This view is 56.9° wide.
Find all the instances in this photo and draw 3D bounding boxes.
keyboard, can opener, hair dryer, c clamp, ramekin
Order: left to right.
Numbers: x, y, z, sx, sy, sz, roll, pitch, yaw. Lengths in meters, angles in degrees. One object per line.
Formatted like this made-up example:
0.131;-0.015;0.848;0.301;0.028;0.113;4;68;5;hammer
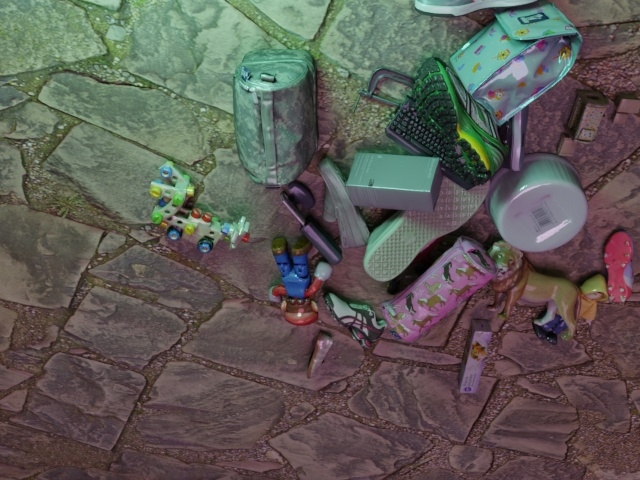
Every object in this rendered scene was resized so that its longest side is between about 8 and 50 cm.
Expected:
-0.014;-0.053;1.776;0.095;0.076;0.283;-37;110;16;can opener
0.180;-0.389;1.569;0.161;0.022;0.137;12;120;-6;c clamp
0.334;0.059;1.873;0.224;0.080;0.293;-1;135;-10;hair dryer
0.349;-0.288;1.592;0.317;0.033;0.201;30;101;-17;keyboard
0.621;-0.098;1.688;0.277;0.135;0.277;1;126;2;ramekin

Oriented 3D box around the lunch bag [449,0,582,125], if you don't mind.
0.461;-0.439;1.390;0.160;0.223;0.262;34;120;-27;lunch bag

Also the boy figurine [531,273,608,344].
0.839;0.226;1.946;0.177;0.092;0.285;28;126;-14;boy figurine

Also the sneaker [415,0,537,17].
0.358;-0.613;1.325;0.296;0.123;0.178;-10;131;0;sneaker

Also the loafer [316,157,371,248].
0.053;-0.096;1.734;0.111;0.112;0.319;-22;123;8;loafer

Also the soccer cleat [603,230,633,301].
0.939;0.076;1.846;0.083;0.095;0.248;7;119;40;soccer cleat

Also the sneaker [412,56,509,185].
0.360;-0.317;1.519;0.343;0.146;0.134;57;154;-15;sneaker

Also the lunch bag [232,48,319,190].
-0.114;-0.312;1.493;0.213;0.256;0.305;1;126;2;lunch bag

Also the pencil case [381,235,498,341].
0.358;0.150;1.805;0.386;0.167;0.160;-45;73;29;pencil case

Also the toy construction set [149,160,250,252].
-0.364;-0.074;1.761;0.328;0.151;0.215;32;122;-6;toy construction set

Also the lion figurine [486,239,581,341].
0.679;0.152;1.855;0.392;0.142;0.240;17;103;-10;lion figurine

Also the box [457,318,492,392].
0.550;0.419;2.118;0.063;0.067;0.324;3;127;2;box

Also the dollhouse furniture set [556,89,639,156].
0.742;-0.289;1.561;0.161;0.101;0.182;4;127;0;dollhouse furniture set

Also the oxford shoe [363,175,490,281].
0.296;-0.062;1.732;0.449;0.130;0.169;-43;105;8;oxford shoe

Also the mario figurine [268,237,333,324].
-0.072;0.132;1.929;0.170;0.198;0.320;-25;124;-30;mario figurine

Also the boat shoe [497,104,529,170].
0.511;-0.298;1.589;0.076;0.080;0.228;12;127;29;boat shoe

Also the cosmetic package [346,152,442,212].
0.205;-0.160;1.618;0.238;0.127;0.107;4;147;23;cosmetic package

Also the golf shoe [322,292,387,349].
0.112;0.249;2.011;0.120;0.105;0.273;-41;118;5;golf shoe

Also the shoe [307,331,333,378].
-0.005;0.426;2.144;0.058;0.076;0.219;15;124;-2;shoe
